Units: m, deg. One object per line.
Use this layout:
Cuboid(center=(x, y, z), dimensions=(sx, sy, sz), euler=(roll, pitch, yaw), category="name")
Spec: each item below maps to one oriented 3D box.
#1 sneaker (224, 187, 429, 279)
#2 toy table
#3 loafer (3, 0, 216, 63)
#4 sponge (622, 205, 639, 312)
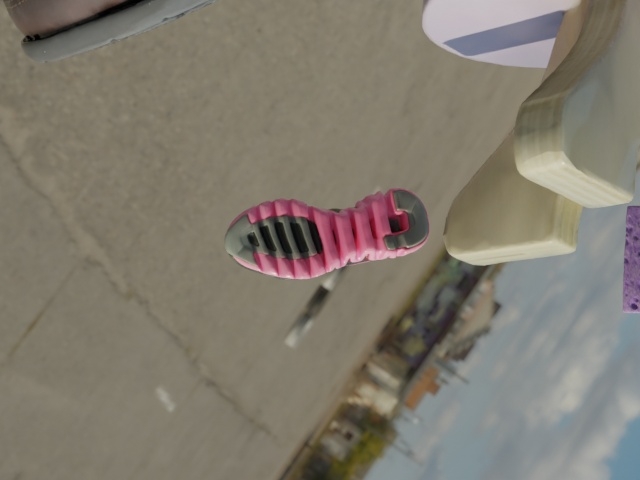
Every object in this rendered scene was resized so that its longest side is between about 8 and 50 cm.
Cuboid(center=(0.000, 0.000, 0.748), dimensions=(0.057, 0.119, 0.047), euler=(155, -71, -68), category="sneaker")
Cuboid(center=(0.176, -0.078, 0.684), dimensions=(0.274, 0.252, 0.161), euler=(-14, -113, 50), category="toy table")
Cuboid(center=(-0.010, -0.151, 0.447), dimensions=(0.302, 0.095, 0.109), euler=(-17, -158, 36), category="loafer")
Cuboid(center=(0.425, 0.021, 1.377), dimensions=(0.031, 0.210, 0.117), euler=(15, 77, -64), category="sponge")
